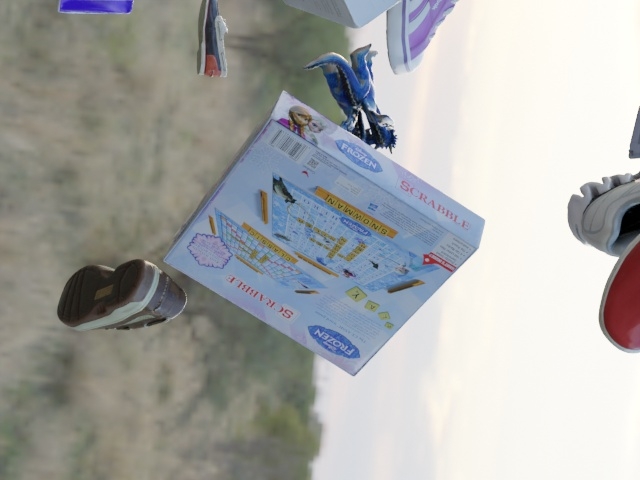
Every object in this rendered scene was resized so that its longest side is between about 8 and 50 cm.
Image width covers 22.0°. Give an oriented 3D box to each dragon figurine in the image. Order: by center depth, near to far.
[{"bbox_3d":[0.050,-0.183,2.223,0.289,0.085,0.144,-3,78,-82],"label":"dragon figurine"}]

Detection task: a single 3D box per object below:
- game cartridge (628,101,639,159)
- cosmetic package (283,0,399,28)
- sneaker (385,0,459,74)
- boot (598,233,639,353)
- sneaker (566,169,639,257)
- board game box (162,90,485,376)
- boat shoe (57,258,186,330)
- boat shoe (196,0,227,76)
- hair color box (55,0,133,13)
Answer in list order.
[{"bbox_3d":[0.380,-0.128,1.858,0.017,0.056,0.083,47,51,-40],"label":"game cartridge"},{"bbox_3d":[0.041,-0.329,1.630,0.151,0.183,0.151,30,-27,55],"label":"cosmetic package"},{"bbox_3d":[0.158,-0.308,1.978,0.282,0.161,0.102,94,-2,-49],"label":"sneaker"},{"bbox_3d":[0.365,0.001,1.578,0.244,0.088,0.176,-50,178,-7],"label":"boot"},{"bbox_3d":[0.453,-0.068,2.049,0.110,0.292,0.118,57,2,-19],"label":"sneaker"},{"bbox_3d":[0.000,0.000,2.182,0.318,0.318,0.066,-49,-167,40],"label":"board game box"},{"bbox_3d":[-0.266,0.087,2.212,0.257,0.095,0.095,-6,-119,58],"label":"boat shoe"},{"bbox_3d":[-0.159,-0.308,2.456,0.049,0.043,0.137,134,-41,-69],"label":"boat shoe"},{"bbox_3d":[-0.279,-0.474,2.087,0.339,0.110,0.185,105,-23,-47],"label":"hair color box"}]
